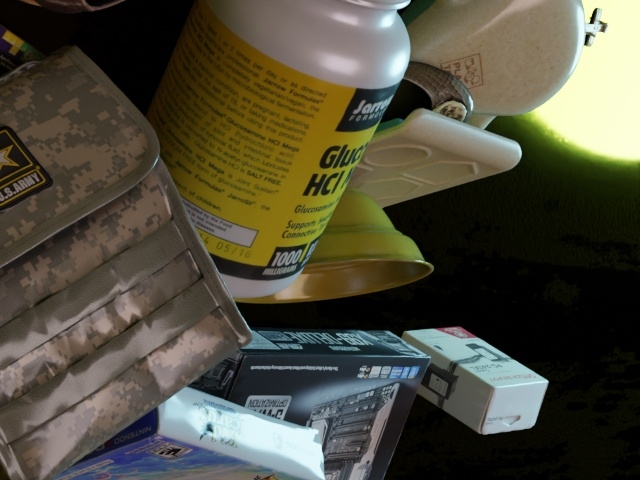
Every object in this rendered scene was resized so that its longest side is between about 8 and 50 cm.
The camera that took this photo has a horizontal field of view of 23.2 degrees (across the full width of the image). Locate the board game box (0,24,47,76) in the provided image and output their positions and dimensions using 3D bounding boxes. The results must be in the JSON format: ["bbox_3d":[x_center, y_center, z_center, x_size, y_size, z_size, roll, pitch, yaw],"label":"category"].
[{"bbox_3d":[-0.305,-0.122,1.240,0.141,0.048,0.170,-56,141,-1],"label":"board game box"}]

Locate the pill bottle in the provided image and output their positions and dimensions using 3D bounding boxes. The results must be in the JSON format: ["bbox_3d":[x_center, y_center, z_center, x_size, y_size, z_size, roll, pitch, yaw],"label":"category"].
[{"bbox_3d":[-0.039,-0.130,1.346,0.188,0.188,0.334,-6,133,-44],"label":"pill bottle"}]

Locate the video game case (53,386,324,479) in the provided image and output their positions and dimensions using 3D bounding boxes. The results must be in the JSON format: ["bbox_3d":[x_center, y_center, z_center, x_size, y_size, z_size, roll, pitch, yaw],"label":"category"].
[{"bbox_3d":[-0.174,0.217,1.445,0.269,0.061,0.244,-23,152,28],"label":"video game case"}]

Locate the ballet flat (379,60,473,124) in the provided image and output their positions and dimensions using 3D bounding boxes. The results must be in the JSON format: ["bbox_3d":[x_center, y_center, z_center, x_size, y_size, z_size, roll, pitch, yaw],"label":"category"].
[{"bbox_3d":[0.039,-0.143,1.505,0.250,0.058,0.084,15,128,-25],"label":"ballet flat"}]

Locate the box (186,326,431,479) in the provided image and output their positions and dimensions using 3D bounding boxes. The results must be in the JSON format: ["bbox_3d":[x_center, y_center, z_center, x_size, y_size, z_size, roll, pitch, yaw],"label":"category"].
[{"bbox_3d":[-0.039,0.217,1.702,0.307,0.076,0.242,6,109,-48],"label":"box"}]

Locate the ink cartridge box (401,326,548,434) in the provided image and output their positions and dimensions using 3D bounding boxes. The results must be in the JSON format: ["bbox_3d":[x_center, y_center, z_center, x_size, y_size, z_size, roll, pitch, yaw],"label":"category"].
[{"bbox_3d":[0.176,0.163,1.835,0.109,0.150,0.063,-1,114,-46],"label":"ink cartridge box"}]

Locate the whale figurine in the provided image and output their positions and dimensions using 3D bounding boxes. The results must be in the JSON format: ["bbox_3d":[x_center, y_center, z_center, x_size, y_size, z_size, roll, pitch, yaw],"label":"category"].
[{"bbox_3d":[0.133,-0.208,1.607,0.272,0.141,0.216,-19,130,-7],"label":"whale figurine"}]

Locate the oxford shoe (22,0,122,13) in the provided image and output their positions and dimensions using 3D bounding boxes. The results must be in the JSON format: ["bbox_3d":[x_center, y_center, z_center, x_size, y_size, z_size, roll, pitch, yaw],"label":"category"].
[{"bbox_3d":[-0.095,-0.290,1.289,0.364,0.133,0.130,-41,136,-22],"label":"oxford shoe"}]

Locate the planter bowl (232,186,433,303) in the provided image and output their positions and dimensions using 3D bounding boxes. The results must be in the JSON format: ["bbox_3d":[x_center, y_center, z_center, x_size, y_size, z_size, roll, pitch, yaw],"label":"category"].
[{"bbox_3d":[0.000,0.000,1.565,0.217,0.217,0.090,6,73,-48],"label":"planter bowl"}]

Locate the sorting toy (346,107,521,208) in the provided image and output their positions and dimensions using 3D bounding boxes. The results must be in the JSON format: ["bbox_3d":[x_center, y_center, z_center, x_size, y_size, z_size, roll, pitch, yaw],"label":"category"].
[{"bbox_3d":[0.070,-0.079,1.581,0.193,0.208,0.038,13,63,-49],"label":"sorting toy"}]

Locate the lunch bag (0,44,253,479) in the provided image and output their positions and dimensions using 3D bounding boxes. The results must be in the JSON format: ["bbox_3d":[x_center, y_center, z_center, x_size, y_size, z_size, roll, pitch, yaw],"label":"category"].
[{"bbox_3d":[-0.227,0.014,1.222,0.235,0.169,0.287,-33,107,-26],"label":"lunch bag"}]

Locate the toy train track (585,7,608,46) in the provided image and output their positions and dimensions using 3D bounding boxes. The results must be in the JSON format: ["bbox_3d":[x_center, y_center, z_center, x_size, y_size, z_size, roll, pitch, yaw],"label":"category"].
[{"bbox_3d":[0.316,-0.249,1.837,0.083,0.014,0.048,-6,117,-44],"label":"toy train track"}]
